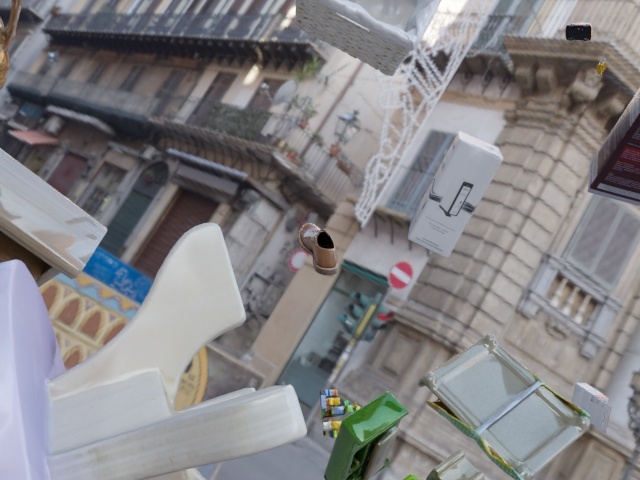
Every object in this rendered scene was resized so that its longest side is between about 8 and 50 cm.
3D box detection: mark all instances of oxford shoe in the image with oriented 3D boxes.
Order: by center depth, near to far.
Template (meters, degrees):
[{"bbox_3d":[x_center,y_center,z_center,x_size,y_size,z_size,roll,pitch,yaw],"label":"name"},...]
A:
[{"bbox_3d":[0.000,0.000,1.544,0.076,0.076,0.212,-4,27,-18],"label":"oxford shoe"}]

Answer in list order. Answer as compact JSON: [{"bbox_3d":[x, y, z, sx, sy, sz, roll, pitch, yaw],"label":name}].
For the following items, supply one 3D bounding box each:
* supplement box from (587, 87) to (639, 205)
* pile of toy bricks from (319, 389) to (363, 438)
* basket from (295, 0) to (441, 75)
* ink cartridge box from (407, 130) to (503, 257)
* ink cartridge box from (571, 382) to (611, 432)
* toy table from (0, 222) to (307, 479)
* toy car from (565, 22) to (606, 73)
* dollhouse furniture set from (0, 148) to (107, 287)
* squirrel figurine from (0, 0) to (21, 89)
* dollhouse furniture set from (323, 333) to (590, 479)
[{"bbox_3d":[0.553,-0.160,1.068,0.130,0.073,0.239,16,-32,5],"label":"supplement box"},{"bbox_3d":[0.055,0.416,1.567,0.105,0.118,0.212,-4,-21,-2],"label":"pile of toy bricks"},{"bbox_3d":[0.137,-0.643,1.595,0.328,0.331,0.266,27,-5,-3],"label":"basket"},{"bbox_3d":[0.245,-0.090,1.192,0.085,0.203,0.148,26,18,3],"label":"ink cartridge box"},{"bbox_3d":[0.586,0.356,1.380,0.029,0.063,0.115,5,11,-17],"label":"ink cartridge box"},{"bbox_3d":[-0.106,0.132,0.407,0.252,0.160,0.275,172,-96,-75],"label":"toy table"},{"bbox_3d":[0.576,-0.418,1.400,0.060,0.040,0.122,-4,-61,50],"label":"toy car"},{"bbox_3d":[-0.411,0.121,0.600,0.362,0.394,0.256,41,-44,-24],"label":"dollhouse furniture set"},{"bbox_3d":[-0.419,-0.267,0.487,0.397,0.281,0.371,12,58,-62],"label":"squirrel figurine"},{"bbox_3d":[0.188,0.290,0.897,0.197,0.301,0.151,44,-37,33],"label":"dollhouse furniture set"}]
